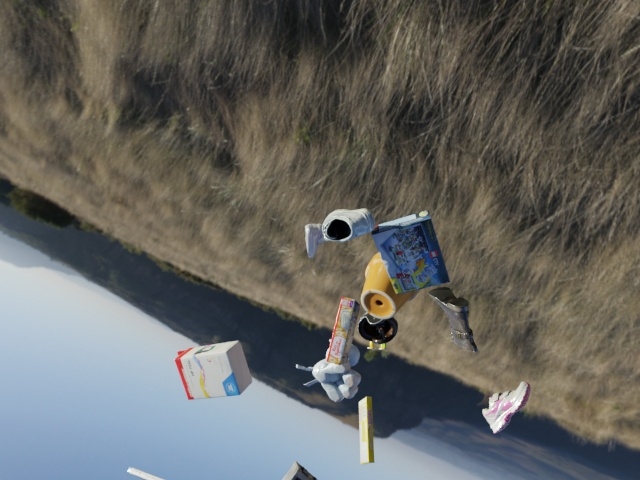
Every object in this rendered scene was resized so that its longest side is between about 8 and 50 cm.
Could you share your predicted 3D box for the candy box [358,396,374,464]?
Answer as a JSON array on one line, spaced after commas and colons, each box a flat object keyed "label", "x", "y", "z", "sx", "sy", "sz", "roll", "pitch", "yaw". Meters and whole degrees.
[{"label": "candy box", "x": 0.159, "y": 0.660, "z": 1.436, "sx": 0.027, "sy": 0.206, "sz": 0.105, "roll": 5, "pitch": 149, "yaw": -6}]

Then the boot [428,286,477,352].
[{"label": "boot", "x": 0.557, "y": 0.335, "z": 1.754, "sx": 0.263, "sy": 0.091, "sz": 0.229, "roll": -139, "pitch": 31, "yaw": -68}]

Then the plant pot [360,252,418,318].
[{"label": "plant pot", "x": 0.236, "y": 0.169, "z": 1.455, "sx": 0.205, "sy": 0.188, "sz": 0.205, "roll": 17, "pitch": 129, "yaw": 21}]

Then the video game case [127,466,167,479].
[{"label": "video game case", "x": -0.383, "y": 0.605, "z": 1.023, "sx": 0.166, "sy": 0.015, "sz": 0.119, "roll": -1, "pitch": 138, "yaw": 28}]

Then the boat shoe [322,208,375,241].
[{"label": "boat shoe", "x": 0.046, "y": -0.035, "z": 1.036, "sx": 0.227, "sy": 0.081, "sz": 0.079, "roll": -8, "pitch": 101, "yaw": 65}]

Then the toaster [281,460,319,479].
[{"label": "toaster", "x": -0.100, "y": 1.127, "z": 1.857, "sx": 0.168, "sy": 0.186, "sz": 0.110, "roll": 42, "pitch": 161, "yaw": -1}]

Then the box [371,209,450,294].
[{"label": "box", "x": 0.253, "y": 0.040, "z": 1.147, "sx": 0.159, "sy": 0.044, "sz": 0.233, "roll": -17, "pitch": 123, "yaw": 15}]

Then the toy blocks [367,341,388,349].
[{"label": "toy blocks", "x": 0.325, "y": 0.538, "z": 2.330, "sx": 0.123, "sy": 0.148, "sz": 0.054, "roll": -4, "pitch": 163, "yaw": 27}]

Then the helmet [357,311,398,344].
[{"label": "helmet", "x": 0.266, "y": 0.401, "z": 1.950, "sx": 0.169, "sy": 0.169, "sz": 0.161, "roll": 34, "pitch": 168, "yaw": -27}]

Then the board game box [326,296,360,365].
[{"label": "board game box", "x": 0.074, "y": 0.278, "z": 1.265, "sx": 0.045, "sy": 0.194, "sz": 0.147, "roll": 11, "pitch": 168, "yaw": 15}]

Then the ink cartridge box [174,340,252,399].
[{"label": "ink cartridge box", "x": -0.329, "y": 0.380, "z": 1.200, "sx": 0.231, "sy": 0.134, "sz": 0.078, "roll": -14, "pitch": -173, "yaw": 21}]

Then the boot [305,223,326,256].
[{"label": "boot", "x": 0.000, "y": 0.000, "z": 1.797, "sx": 0.123, "sy": 0.095, "sz": 0.258, "roll": -9, "pitch": 160, "yaw": -5}]

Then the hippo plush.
[{"label": "hippo plush", "x": 0.088, "y": 0.635, "z": 2.051, "sx": 0.294, "sy": 0.236, "sz": 0.234, "roll": -16, "pitch": 103, "yaw": 27}]

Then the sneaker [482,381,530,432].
[{"label": "sneaker", "x": 0.771, "y": 0.678, "z": 1.728, "sx": 0.103, "sy": 0.252, "sz": 0.111, "roll": 24, "pitch": -164, "yaw": -49}]
